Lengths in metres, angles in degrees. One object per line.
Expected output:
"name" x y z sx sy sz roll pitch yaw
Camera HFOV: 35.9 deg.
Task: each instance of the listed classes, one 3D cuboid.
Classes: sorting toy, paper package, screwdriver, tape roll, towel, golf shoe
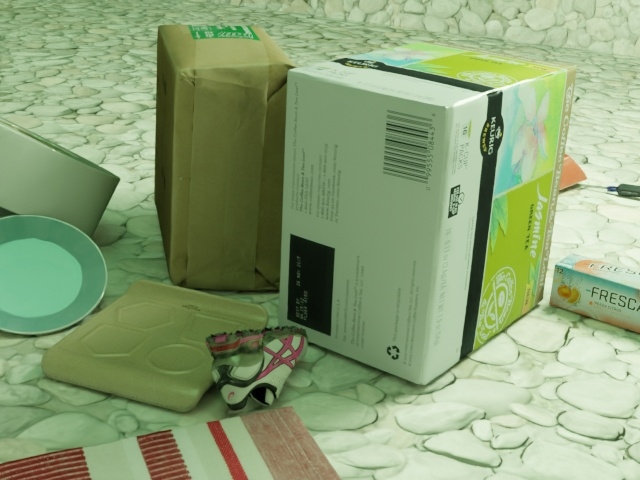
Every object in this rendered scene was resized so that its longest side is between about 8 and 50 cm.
"sorting toy" -0.184 0.120 1.134 0.193 0.038 0.208 11 28 18
"paper package" -0.139 -0.132 1.389 0.168 0.309 0.325 0 21 -13
"screwdriver" 0.506 -0.095 1.789 0.170 0.025 0.024 6 56 29
"tape roll" -0.432 -0.108 1.392 0.286 0.100 0.286 27 1 0
"towel" -0.132 0.245 0.831 0.329 0.037 0.237 -7 26 -21
"golf shoe" -0.065 0.136 1.071 0.067 0.086 0.186 -11 -5 24

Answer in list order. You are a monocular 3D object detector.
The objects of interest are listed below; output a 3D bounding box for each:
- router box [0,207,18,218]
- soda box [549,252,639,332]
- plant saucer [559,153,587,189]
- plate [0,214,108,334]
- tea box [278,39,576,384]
"router box" -0.612 -0.060 1.250 0.301 0.082 0.335 13 -4 22
"soda box" 0.396 0.074 1.289 0.183 0.063 0.058 18 26 32
"plant saucer" 0.312 -0.140 1.806 0.259 0.047 0.258 -19 31 -38
"plate" -0.360 0.045 1.224 0.188 0.024 0.188 10 47 -11
"tea box" 0.132 -0.053 1.210 0.220 0.329 0.323 18 27 32
